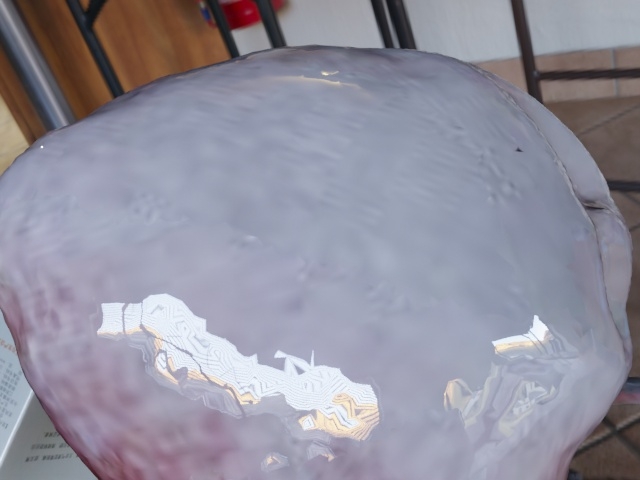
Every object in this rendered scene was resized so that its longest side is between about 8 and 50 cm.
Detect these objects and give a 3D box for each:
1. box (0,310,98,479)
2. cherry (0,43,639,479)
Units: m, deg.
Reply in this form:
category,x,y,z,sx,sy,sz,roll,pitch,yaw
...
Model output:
category,x,y,z,sx,sy,sz,roll,pitch,yaw
box,-0.313,0.226,0.855,0.106,0.200,0.299,22,87,24
cherry,0.011,0.031,0.457,0.326,0.335,0.291,-45,1,-10
